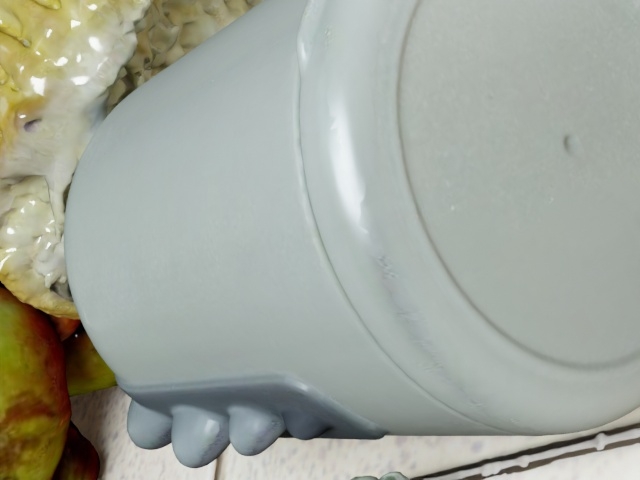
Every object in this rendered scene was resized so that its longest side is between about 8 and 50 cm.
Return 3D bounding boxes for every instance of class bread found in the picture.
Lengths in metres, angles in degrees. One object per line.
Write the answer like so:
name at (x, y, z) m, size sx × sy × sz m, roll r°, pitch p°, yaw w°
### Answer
bread at (-0.126, -0.083, 0.699) m, size 0.149 × 0.274 × 0.274 m, roll 30°, pitch 96°, yaw 26°

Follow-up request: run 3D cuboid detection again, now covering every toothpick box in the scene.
toothpick box at (0.000, 0.000, 0.517) m, size 0.316 × 0.229 × 0.229 m, roll -16°, pitch 56°, yaw 54°

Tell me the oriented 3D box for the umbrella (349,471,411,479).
umbrella at (0.053, 0.238, 0.373) m, size 0.358 × 0.106 × 0.113 m, roll -119°, pitch 16°, yaw -50°

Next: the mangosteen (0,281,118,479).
mangosteen at (-0.332, 0.096, 0.788) m, size 0.382 × 0.435 × 0.382 m, roll 53°, pitch 157°, yaw 34°
